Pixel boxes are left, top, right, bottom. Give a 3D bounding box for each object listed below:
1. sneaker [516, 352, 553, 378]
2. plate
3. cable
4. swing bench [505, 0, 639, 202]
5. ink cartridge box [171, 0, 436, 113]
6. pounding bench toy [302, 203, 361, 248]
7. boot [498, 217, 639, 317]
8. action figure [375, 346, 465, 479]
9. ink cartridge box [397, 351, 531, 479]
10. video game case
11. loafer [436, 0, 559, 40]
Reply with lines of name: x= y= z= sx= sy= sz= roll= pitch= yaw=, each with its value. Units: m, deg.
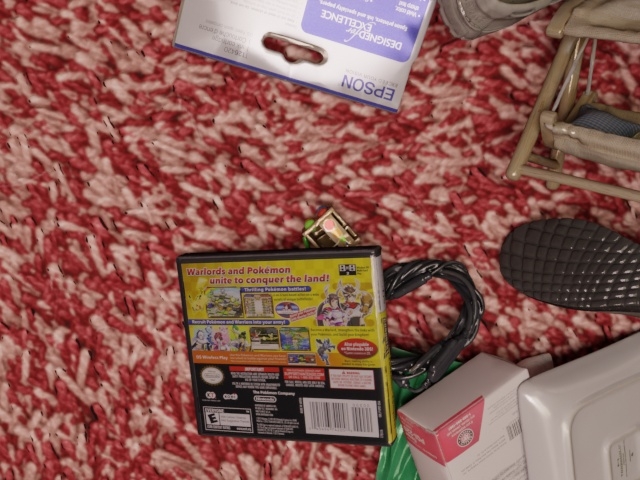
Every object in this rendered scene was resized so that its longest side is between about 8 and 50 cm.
sneaker: x=0.330 y=0.257 z=0.973 sx=0.094 sy=0.080 sz=0.212 roll=-28 pitch=99 yaw=-14
plate: x=0.386 y=0.281 z=0.931 sx=0.278 sy=0.045 sz=0.277 roll=-14 pitch=99 yaw=-29
cable: x=0.127 y=0.098 z=0.929 sx=0.150 sy=0.047 sz=0.184 roll=32 pitch=74 yaw=27
swing bench: x=0.388 y=-0.159 z=0.811 sx=0.253 sy=0.165 sz=0.255 roll=20 pitch=100 yaw=35
ink cartridge box: x=-0.001 y=-0.347 z=0.860 sx=0.303 sy=0.072 sz=0.307 roll=16 pitch=116 yaw=-5
pounding bench toy: x=0.000 y=0.000 z=0.928 sx=0.083 sy=0.052 sz=0.065 roll=-42 pitch=97 yaw=4
boot: x=0.414 y=0.077 z=0.903 sx=0.222 sy=0.338 sz=0.118 roll=35 pitch=73 yaw=-47
action figure: x=0.129 y=0.266 z=0.966 sx=0.137 sy=0.063 sz=0.232 roll=15 pitch=93 yaw=-6
ink cartridge box: x=0.210 y=0.281 z=0.916 sx=0.158 sy=0.092 sz=0.218 roll=-28 pitch=109 yaw=-22
video game case: x=-0.046 y=0.135 z=0.907 sx=0.274 sy=0.035 sz=0.248 roll=-2 pitch=99 yaw=20
loafer: x=0.281 y=-0.336 z=0.833 sx=0.319 sy=0.111 sz=0.112 roll=-38 pitch=108 yaw=-17
